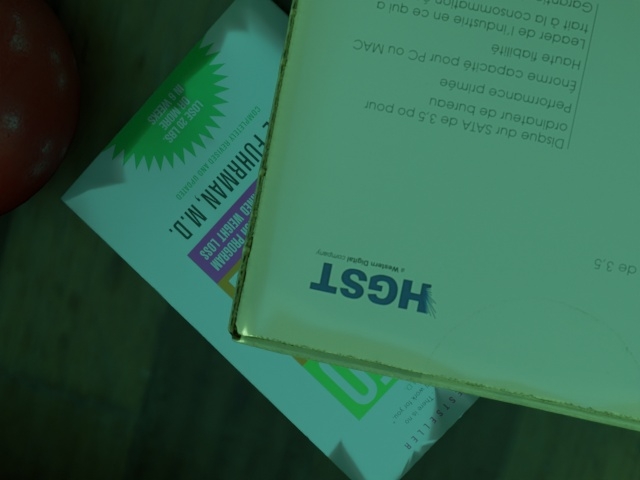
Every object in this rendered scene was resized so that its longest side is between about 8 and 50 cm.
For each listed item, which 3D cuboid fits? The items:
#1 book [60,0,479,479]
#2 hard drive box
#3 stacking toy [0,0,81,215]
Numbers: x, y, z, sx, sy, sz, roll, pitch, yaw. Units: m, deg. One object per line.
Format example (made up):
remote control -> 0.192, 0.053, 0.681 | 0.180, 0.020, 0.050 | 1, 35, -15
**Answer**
book -> 0.000, 0.000, 0.491 | 0.144, 0.035, 0.096 | 43, 100, 4
hard drive box -> 0.088, -0.069, 0.416 | 0.181, 0.089, 0.232 | 12, 93, 7
stacking toy -> -0.220, 0.021, 0.489 | 0.330, 0.141, 0.141 | -37, 90, 10
